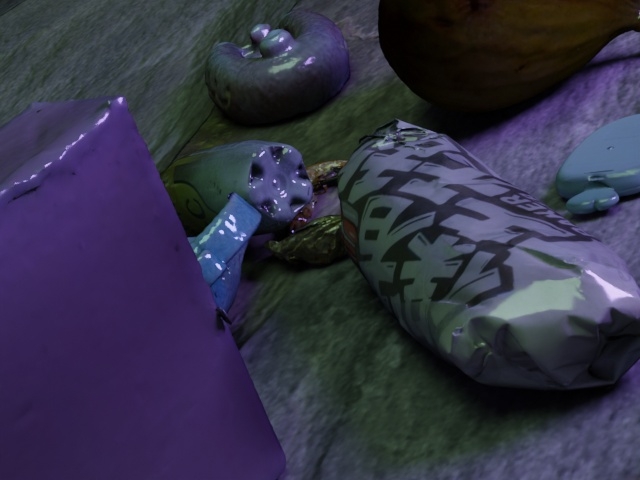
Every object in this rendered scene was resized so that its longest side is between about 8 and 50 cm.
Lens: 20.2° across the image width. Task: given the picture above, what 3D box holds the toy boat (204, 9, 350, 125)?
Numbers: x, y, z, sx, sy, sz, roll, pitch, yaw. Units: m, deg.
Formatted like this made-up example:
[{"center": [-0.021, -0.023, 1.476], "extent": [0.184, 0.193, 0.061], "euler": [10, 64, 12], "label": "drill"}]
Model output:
[{"center": [-0.051, -0.197, 1.890], "extent": [0.155, 0.085, 0.227], "euler": [-22, 23, -3], "label": "toy boat"}]

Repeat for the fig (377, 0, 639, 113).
[{"center": [0.211, -0.201, 1.619], "extent": [0.320, 0.217, 0.217], "euler": [12, 29, 3], "label": "fig"}]

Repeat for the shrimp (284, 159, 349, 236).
[{"center": [0.002, -0.039, 1.582], "extent": [0.091, 0.025, 0.127], "euler": [-8, 31, 20], "label": "shrimp"}]

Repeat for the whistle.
[{"center": [-0.121, 0.059, 1.400], "extent": [0.186, 0.093, 0.274], "euler": [-39, 9, 31], "label": "whistle"}]

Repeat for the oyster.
[{"center": [0.000, 0.000, 1.504], "extent": [0.080, 0.038, 0.083], "euler": [-28, 5, -26], "label": "oyster"}]

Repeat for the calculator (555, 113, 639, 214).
[{"center": [0.239, -0.064, 1.439], "extent": [0.095, 0.021, 0.153], "euler": [-5, 25, 34], "label": "calculator"}]

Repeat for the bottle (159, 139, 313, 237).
[{"center": [-0.110, -0.037, 1.604], "extent": [0.083, 0.083, 0.269], "euler": [-38, 16, -32], "label": "bottle"}]

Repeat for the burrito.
[{"center": [0.095, 0.001, 1.326], "extent": [0.139, 0.101, 0.445], "euler": [-30, 26, -7], "label": "burrito"}]

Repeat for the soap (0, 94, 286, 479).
[{"center": [-0.177, 0.102, 1.102], "extent": [0.107, 0.296, 0.285], "euler": [-4, 27, 41], "label": "soap"}]
